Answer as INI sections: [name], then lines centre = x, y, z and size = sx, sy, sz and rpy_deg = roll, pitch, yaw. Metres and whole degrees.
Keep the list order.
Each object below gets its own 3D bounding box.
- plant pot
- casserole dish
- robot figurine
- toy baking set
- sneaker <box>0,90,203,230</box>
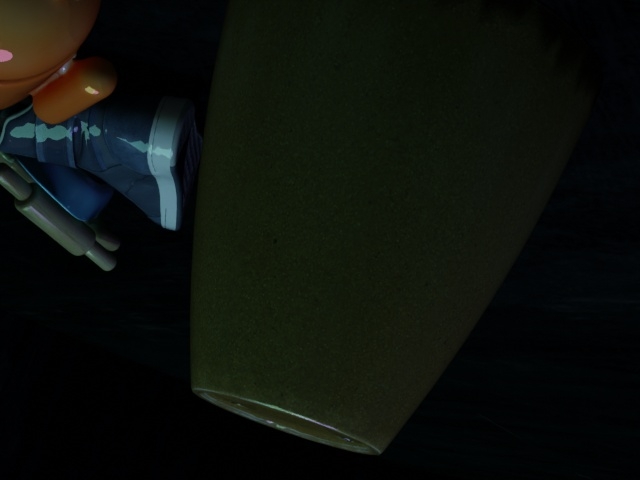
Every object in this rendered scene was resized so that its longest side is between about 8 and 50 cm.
[plant pot]
centre = 0.021, -0.011, 0.799
size = 0.237, 0.254, 0.237
rpy_deg = 17, 166, 4
[casserole dish]
centre = -0.240, -0.073, 1.252
size = 0.114, 0.037, 0.188
rpy_deg = 48, -179, -3
[robot figurine]
centre = -0.206, -0.149, 0.828
size = 0.128, 0.158, 0.219
rpy_deg = -11, 179, -24
[toy baking set]
centre = -0.284, -0.071, 1.254
size = 0.256, 0.030, 0.197
rpy_deg = 45, -177, -47
[sneaker]
centre = -0.188, -0.081, 1.150
size = 0.163, 0.086, 0.226
rpy_deg = 12, 161, 2
